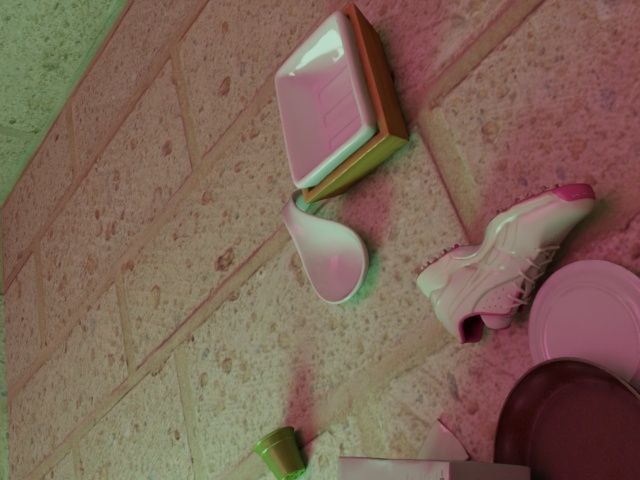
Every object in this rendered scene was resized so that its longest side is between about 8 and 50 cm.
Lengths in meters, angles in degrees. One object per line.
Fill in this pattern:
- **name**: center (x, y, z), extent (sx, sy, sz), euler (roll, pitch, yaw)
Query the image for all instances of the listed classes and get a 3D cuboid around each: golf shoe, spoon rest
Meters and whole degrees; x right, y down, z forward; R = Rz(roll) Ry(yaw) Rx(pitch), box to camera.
- **golf shoe**: center (0.263, 0.036, 1.072), extent (0.306, 0.115, 0.140), euler (-44, 58, 46)
- **spoon rest**: center (0.000, 0.000, 1.419), extent (0.137, 0.084, 0.276), euler (-59, 41, 23)

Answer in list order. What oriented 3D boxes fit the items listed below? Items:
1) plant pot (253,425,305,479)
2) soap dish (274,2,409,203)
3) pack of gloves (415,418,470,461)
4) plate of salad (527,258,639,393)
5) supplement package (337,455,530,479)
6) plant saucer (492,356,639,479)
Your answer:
- **plant pot**: center (-0.067, 0.388, 1.409), extent (0.083, 0.083, 0.079), euler (-50, 57, 31)
- **soap dish**: center (0.034, -0.237, 1.413), extent (0.229, 0.118, 0.291), euler (-38, 53, 40)
- **pack of gloves**: center (0.157, 0.410, 1.140), extent (0.195, 0.046, 0.232), euler (47, 117, 46)
- **plate of salad**: center (0.345, 0.123, 0.981), extent (0.199, 0.048, 0.200), euler (2, 93, 53)
- **supplement package**: center (0.138, 0.355, 1.028), extent (0.244, 0.139, 0.134), euler (-22, 60, 57)
- **plant saucer**: center (0.316, 0.291, 0.920), extent (0.310, 0.050, 0.311), euler (180, 90, -65)
